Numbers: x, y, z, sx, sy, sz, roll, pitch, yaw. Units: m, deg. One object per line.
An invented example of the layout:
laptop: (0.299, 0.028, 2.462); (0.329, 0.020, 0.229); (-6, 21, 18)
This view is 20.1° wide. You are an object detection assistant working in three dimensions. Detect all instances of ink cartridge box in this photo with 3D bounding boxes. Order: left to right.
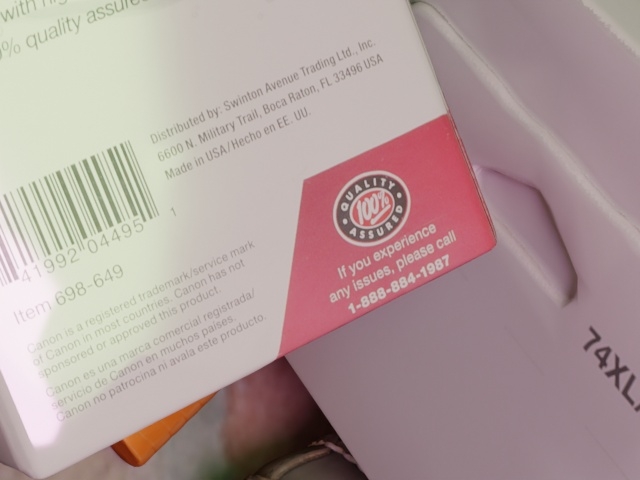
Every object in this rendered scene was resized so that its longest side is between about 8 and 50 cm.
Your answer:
ink cartridge box: (-0.067, -0.068, 0.515); (0.158, 0.092, 0.218); (-26, 103, -22)
ink cartridge box: (0.161, 0.010, 0.634); (0.270, 0.198, 0.197); (-3, 130, -34)

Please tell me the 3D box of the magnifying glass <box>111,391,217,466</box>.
magnifying glass: (0.000, 0.000, 0.713); (0.231, 0.026, 0.092); (-45, 109, -24)

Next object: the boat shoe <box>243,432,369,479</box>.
boat shoe: (0.048, 0.217, 0.671); (0.091, 0.109, 0.305); (-21, 88, -26)
